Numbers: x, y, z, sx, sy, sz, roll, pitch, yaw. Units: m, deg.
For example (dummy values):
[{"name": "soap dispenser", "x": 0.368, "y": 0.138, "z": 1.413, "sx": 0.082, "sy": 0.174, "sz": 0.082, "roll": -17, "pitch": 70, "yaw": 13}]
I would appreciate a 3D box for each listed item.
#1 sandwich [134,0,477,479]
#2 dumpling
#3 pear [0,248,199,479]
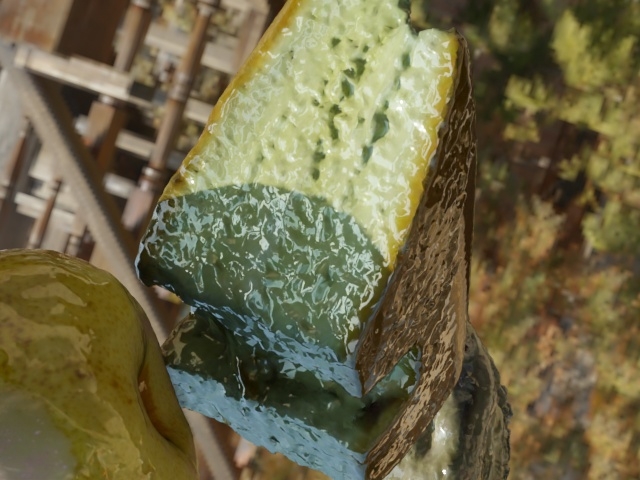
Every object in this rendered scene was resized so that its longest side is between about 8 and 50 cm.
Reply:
[{"name": "sandwich", "x": 0.000, "y": 0.000, "z": 0.604, "sx": 0.122, "sy": 0.128, "sz": 0.236, "roll": 29, "pitch": 148, "yaw": 24}, {"name": "dumpling", "x": 0.092, "y": 0.140, "z": 1.048, "sx": 0.166, "sy": 0.332, "sz": 0.086, "roll": -6, "pitch": 173, "yaw": -19}, {"name": "pear", "x": -0.141, "y": 0.090, "z": 0.573, "sx": 0.178, "sy": 0.178, "sz": 0.178, "roll": 19, "pitch": -177, "yaw": -1}]
